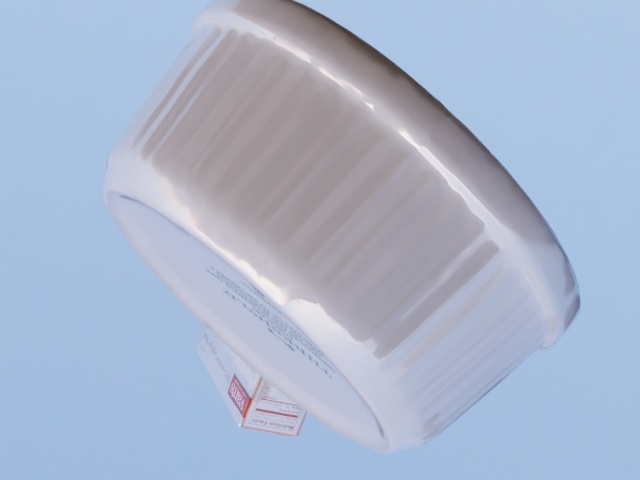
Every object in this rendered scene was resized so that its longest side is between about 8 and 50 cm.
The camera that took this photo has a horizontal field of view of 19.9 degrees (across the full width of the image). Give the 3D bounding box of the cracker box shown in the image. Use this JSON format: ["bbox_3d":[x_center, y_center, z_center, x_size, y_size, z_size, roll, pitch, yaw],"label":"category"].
[{"bbox_3d":[-0.032,0.044,1.695,0.067,0.232,0.156,13,-160,-26],"label":"cracker box"}]

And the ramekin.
[{"bbox_3d":[0.000,0.000,0.994,0.273,0.273,0.127,36,-105,23],"label":"ramekin"}]
